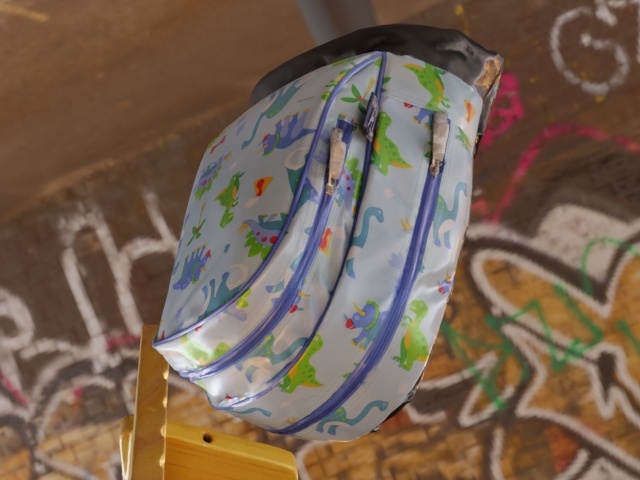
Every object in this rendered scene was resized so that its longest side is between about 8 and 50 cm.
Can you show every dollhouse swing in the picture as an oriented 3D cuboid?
[{"bbox_3d":[-0.084,0.299,1.206,0.315,0.347,0.305,17,123,-17],"label":"dollhouse swing"}]

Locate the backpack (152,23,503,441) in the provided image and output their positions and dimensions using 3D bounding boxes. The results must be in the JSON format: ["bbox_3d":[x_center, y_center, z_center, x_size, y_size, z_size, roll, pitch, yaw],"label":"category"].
[{"bbox_3d":[0.000,0.000,1.038,0.273,0.355,0.290,16,158,-37],"label":"backpack"}]
